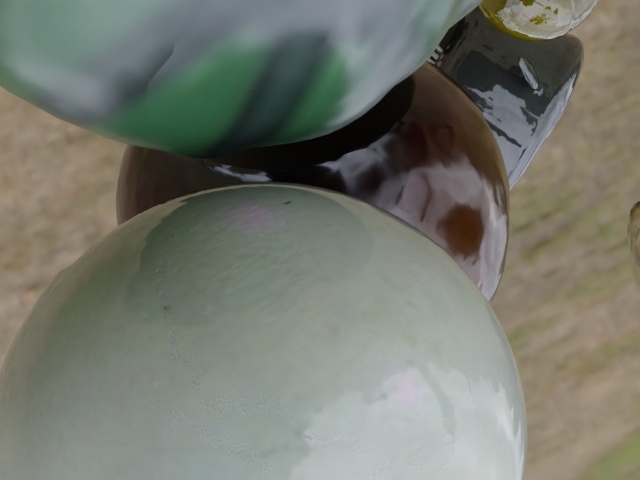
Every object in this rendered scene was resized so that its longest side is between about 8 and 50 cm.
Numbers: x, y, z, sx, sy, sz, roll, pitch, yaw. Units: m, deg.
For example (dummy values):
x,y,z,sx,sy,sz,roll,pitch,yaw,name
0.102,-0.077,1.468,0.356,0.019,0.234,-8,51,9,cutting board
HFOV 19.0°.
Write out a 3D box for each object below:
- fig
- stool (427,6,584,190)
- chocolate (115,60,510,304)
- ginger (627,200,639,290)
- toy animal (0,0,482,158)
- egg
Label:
x,y,z,sx,sy,sz,roll,pitch,yaw,name
0.117,-0.148,1.070,0.074,0.074,0.088,-22,-168,-17,fig
0.068,-0.079,1.246,0.228,0.139,0.153,-54,-175,44,stool
0.000,0.000,0.789,0.177,0.176,0.177,-24,167,-6,chocolate
0.183,0.028,0.745,0.173,0.069,0.051,24,96,-26,ginger
-0.088,-0.153,0.505,0.216,0.338,0.191,-54,-165,2,toy animal
-0.025,0.061,0.575,0.151,0.151,0.209,-19,179,-26,egg
